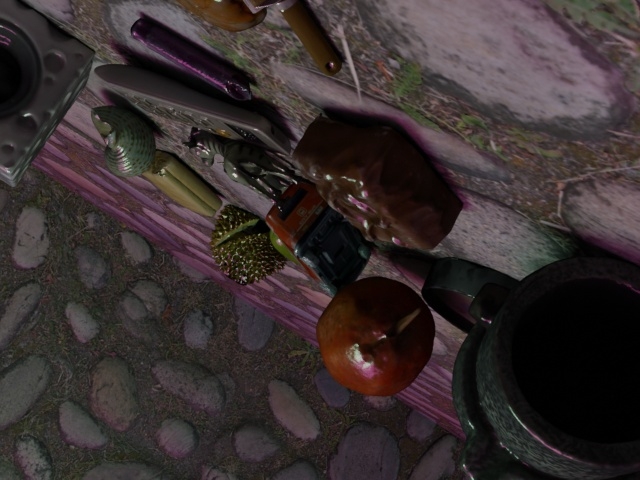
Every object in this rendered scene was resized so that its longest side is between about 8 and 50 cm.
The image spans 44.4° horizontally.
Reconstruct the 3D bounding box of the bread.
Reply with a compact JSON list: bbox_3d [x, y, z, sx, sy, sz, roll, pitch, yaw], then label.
[{"bbox_3d":[-0.307,-0.123,1.692,0.139,0.060,0.178,18,162,45],"label":"bread"}]

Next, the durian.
[{"bbox_3d":[-0.172,0.031,1.807,0.193,0.138,0.237,23,166,32],"label":"durian"}]

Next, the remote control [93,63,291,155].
[{"bbox_3d":[-0.186,-0.200,1.144,0.313,0.055,0.109,21,174,25],"label":"remote control"}]

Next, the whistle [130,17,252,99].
[{"bbox_3d":[-0.164,-0.231,1.004,0.176,0.033,0.033,31,168,2],"label":"whistle"}]

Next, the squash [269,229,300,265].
[{"bbox_3d":[-0.046,0.014,1.624,0.066,0.066,0.201,23,168,31],"label":"squash"}]

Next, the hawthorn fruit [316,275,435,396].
[{"bbox_3d":[0.101,0.152,1.317,0.210,0.210,0.262,30,161,1],"label":"hawthorn fruit"}]

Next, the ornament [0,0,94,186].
[{"bbox_3d":[-0.550,-0.261,1.304,0.240,0.239,0.240,34,168,-15],"label":"ornament"}]

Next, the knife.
[{"bbox_3d":[-0.048,-0.227,0.724,0.256,0.046,0.022,45,-158,-51],"label":"knife"}]

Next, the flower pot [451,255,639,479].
[{"bbox_3d":[0.293,0.185,0.969,0.299,0.299,0.283,27,163,14],"label":"flower pot"}]

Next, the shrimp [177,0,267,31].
[{"bbox_3d":[-0.180,-0.288,0.777,0.287,0.063,0.152,29,179,1],"label":"shrimp"}]

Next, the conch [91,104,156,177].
[{"bbox_3d":[-0.369,-0.194,1.474,0.135,0.102,0.153,44,150,19],"label":"conch"}]

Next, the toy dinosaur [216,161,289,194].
[{"bbox_3d":[-0.086,-0.099,1.331,0.180,0.037,0.058,35,162,-22],"label":"toy dinosaur"}]

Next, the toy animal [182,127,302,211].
[{"bbox_3d":[-0.123,-0.120,1.200,0.176,0.073,0.217,27,-175,-14],"label":"toy animal"}]

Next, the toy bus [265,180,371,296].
[{"bbox_3d":[0.000,0.000,1.356,0.120,0.121,0.265,34,171,25],"label":"toy bus"}]

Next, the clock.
[{"bbox_3d":[0.293,0.123,1.281,0.280,0.055,0.280,29,167,7],"label":"clock"}]

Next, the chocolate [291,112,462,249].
[{"bbox_3d":[0.071,-0.062,0.982,0.148,0.093,0.214,20,164,44],"label":"chocolate"}]
